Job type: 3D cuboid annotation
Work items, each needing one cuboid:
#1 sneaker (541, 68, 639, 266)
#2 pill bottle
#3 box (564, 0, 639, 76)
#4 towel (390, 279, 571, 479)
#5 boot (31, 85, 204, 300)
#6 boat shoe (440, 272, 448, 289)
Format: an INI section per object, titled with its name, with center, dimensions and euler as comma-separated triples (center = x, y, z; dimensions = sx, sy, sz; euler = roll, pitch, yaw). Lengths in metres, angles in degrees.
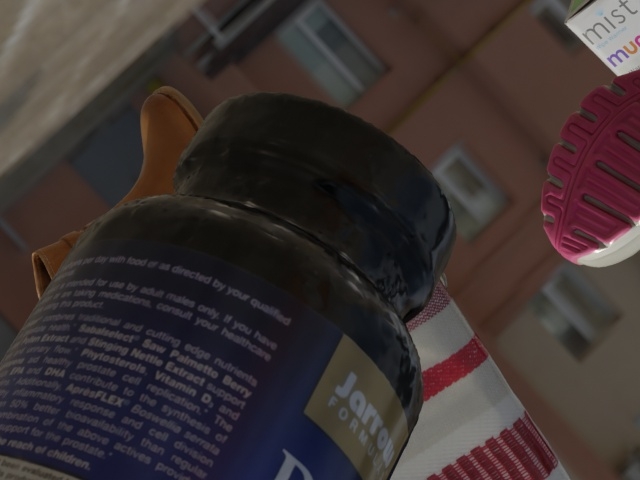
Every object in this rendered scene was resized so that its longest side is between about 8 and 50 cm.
[sneaker]
center = 0.249, -0.073, 1.164
dimensions = 0.252, 0.111, 0.103
euler = -45, -135, 8
[pill bottle]
center = -0.043, 0.065, 0.558
dimensions = 0.219, 0.123, 0.123
euler = -61, -168, -29
[box]
center = 0.343, -0.204, 1.556
dimensions = 0.127, 0.231, 0.262
euler = -38, -162, 36
[towel]
center = 0.014, 0.167, 0.894
dimensions = 0.237, 0.329, 0.037
euler = -33, -160, 2
[boot]
center = -0.142, -0.008, 1.351
dimensions = 0.152, 0.197, 0.073
euler = -13, 177, -30
[boat shoe]
center = 0.000, 0.000, 1.222
dimensions = 0.068, 0.190, 0.072
euler = -24, -148, 58
